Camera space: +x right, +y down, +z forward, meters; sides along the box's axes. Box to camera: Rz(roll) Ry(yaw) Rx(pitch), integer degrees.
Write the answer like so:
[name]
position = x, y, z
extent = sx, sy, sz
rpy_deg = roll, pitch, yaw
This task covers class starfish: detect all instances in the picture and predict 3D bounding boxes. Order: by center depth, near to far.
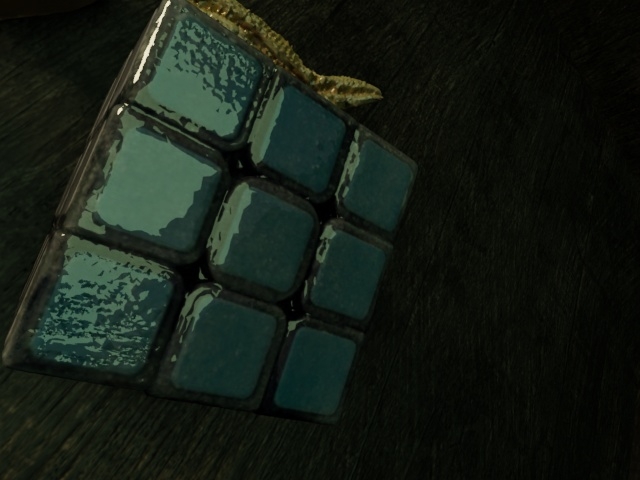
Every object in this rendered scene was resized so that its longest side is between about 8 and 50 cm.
[starfish]
position = -0.067, -0.216, 0.742
extent = 0.431, 0.082, 0.325
rpy_deg = 14, 83, -33

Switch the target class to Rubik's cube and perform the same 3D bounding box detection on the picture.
[Rubik's cube]
position = -0.125, -0.010, 0.485
extent = 0.305, 0.303, 0.301
rpy_deg = 23, 80, -34

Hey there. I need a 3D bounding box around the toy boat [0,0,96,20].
[toy boat]
position = -0.341, -0.341, 0.537
extent = 0.188, 0.116, 0.061
rpy_deg = -34, 106, -34
